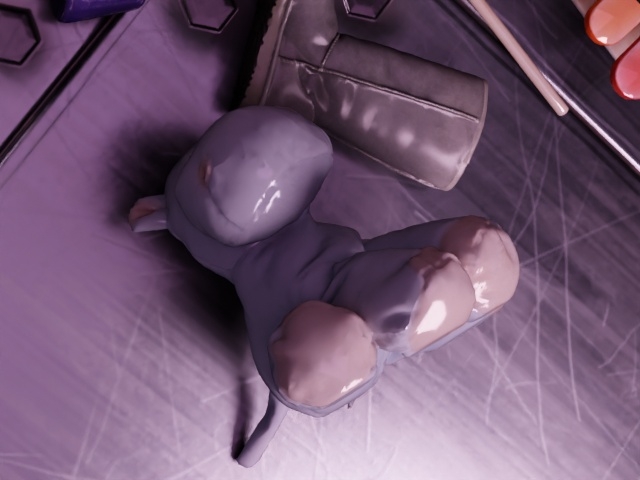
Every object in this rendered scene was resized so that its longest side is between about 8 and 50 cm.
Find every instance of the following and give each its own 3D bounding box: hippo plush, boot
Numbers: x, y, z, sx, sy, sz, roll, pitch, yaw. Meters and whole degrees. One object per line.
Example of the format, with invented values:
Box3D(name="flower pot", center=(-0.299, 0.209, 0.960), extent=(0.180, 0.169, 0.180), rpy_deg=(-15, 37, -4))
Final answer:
Box3D(name="hippo plush", center=(0.000, 0.000, 1.331), extent=(0.234, 0.294, 0.237), rpy_deg=(-29, 82, -18))
Box3D(name="boot", center=(0.047, -0.155, 1.415), extent=(0.208, 0.076, 0.190), rpy_deg=(16, 100, -15))

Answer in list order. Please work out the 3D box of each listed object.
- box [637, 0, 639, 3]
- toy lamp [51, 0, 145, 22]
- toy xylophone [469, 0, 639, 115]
Box3D(name="box", center=(0.313, -0.285, 1.445), extent=(0.190, 0.045, 0.184), rpy_deg=(38, 76, -18))
Box3D(name="toy lamp", center=(-0.266, -0.206, 1.287), extent=(0.274, 0.080, 0.080), rpy_deg=(0, 92, -19))
Box3D(name="toy xylophone", center=(0.243, -0.248, 1.486), extent=(0.322, 0.081, 0.236), rpy_deg=(42, 77, -17))
